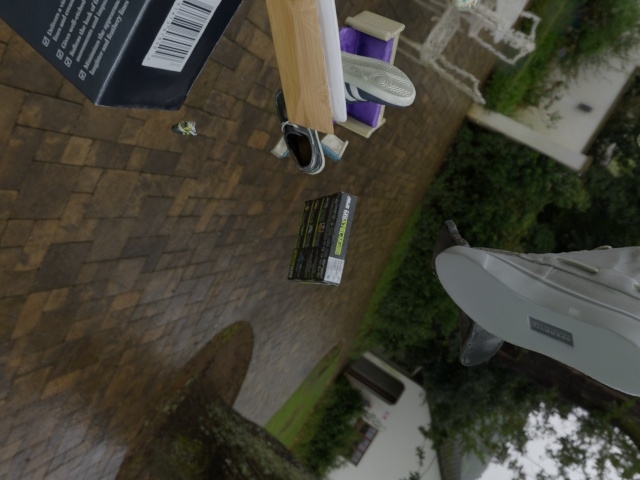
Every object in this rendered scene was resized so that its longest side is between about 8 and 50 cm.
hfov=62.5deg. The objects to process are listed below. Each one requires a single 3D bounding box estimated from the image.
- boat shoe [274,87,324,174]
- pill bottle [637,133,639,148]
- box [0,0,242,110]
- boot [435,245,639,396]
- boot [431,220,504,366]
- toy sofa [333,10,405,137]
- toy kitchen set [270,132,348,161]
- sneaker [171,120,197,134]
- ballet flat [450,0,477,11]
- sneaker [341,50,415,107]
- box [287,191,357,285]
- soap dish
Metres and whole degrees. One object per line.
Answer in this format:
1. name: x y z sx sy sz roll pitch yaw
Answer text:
1. boat shoe: -0.059 -0.278 1.314 0.084 0.233 0.079 -24 173 27
2. pill bottle: 0.748 -0.138 1.071 0.121 0.221 0.121 -31 -168 8
3. box: -0.346 -0.441 0.823 0.293 0.395 0.212 -51 171 22
4. boot: 0.247 0.049 0.532 0.123 0.258 0.095 -30 125 -23
5. boot: 0.311 0.112 1.152 0.229 0.091 0.262 -124 -145 -60
6. toy sofa: 0.130 -0.508 1.662 0.177 0.150 0.362 -43 154 -37
7. toy kitchen set: -0.037 -0.289 1.638 0.122 0.166 0.207 -57 -165 -8
8. sneaker: -0.308 -0.255 1.197 0.083 0.035 0.031 -10 93 -77
9. ballet flat: 0.326 -0.563 1.197 0.086 0.086 0.248 -67 174 30
10. sneaker: 0.083 -0.417 1.444 0.148 0.350 0.131 101 15 -52
11. box: 0.000 0.000 1.133 0.184 0.045 0.190 -9 -113 65
12. soap dish: -0.026 -0.371 0.977 0.228 0.118 0.290 -93 174 -53
